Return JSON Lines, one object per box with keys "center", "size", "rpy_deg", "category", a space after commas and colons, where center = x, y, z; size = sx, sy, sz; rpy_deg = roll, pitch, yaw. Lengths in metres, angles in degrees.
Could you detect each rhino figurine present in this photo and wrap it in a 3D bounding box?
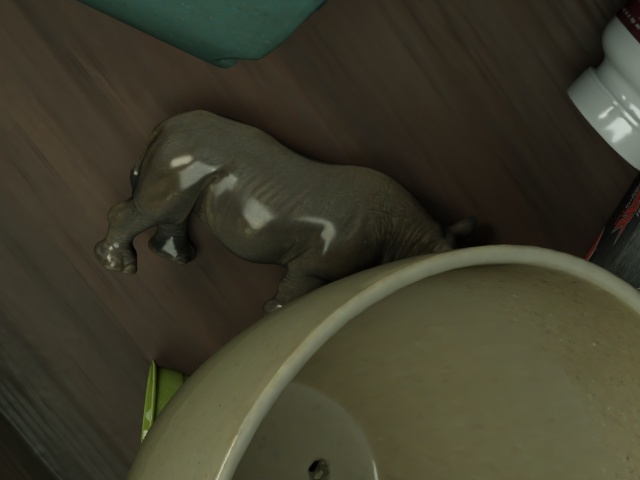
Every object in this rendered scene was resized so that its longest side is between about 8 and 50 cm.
{"center": [0.000, 0.000, 0.815], "size": [0.243, 0.073, 0.106], "rpy_deg": [20, 113, -3], "category": "rhino figurine"}

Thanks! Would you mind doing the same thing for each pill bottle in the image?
{"center": [0.207, -0.111, 0.746], "size": [0.086, 0.086, 0.152], "rpy_deg": [43, 108, -10], "category": "pill bottle"}

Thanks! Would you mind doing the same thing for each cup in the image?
{"center": [0.021, 0.166, 0.738], "size": [0.331, 0.237, 0.331], "rpy_deg": [0, 90, -33], "category": "cup"}

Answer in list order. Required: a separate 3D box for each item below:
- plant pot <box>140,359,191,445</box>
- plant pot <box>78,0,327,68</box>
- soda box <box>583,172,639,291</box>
{"center": [-0.069, 0.118, 0.867], "size": [0.079, 0.083, 0.083], "rpy_deg": [5, 111, -9], "category": "plant pot"}
{"center": [-0.117, -0.260, 0.601], "size": [0.334, 0.341, 0.341], "rpy_deg": [29, 110, -19], "category": "plant pot"}
{"center": [0.178, 0.030, 0.813], "size": [0.053, 0.060, 0.169], "rpy_deg": [28, 109, -6], "category": "soda box"}
